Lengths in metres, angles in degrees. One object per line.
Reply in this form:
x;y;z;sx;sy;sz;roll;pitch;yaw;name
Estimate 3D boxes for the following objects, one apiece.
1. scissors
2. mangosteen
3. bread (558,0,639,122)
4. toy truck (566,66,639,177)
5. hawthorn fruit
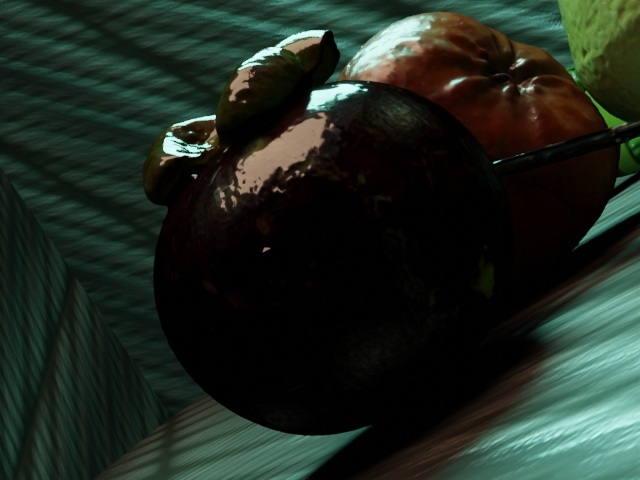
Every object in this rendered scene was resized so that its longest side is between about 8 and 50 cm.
0.264;-0.090;0.980;0.317;0.024;0.160;-17;-17;-4;scissors
0.000;0.000;0.903;0.288;0.288;0.288;-35;-1;-1;mangosteen
0.370;-0.229;1.099;0.320;0.237;0.320;-5;-26;-2;bread
0.375;-0.154;1.431;0.210;0.148;0.187;-10;-11;-29;toy truck
0.115;-0.041;1.138;0.276;0.276;0.307;-33;-29;-63;hawthorn fruit
